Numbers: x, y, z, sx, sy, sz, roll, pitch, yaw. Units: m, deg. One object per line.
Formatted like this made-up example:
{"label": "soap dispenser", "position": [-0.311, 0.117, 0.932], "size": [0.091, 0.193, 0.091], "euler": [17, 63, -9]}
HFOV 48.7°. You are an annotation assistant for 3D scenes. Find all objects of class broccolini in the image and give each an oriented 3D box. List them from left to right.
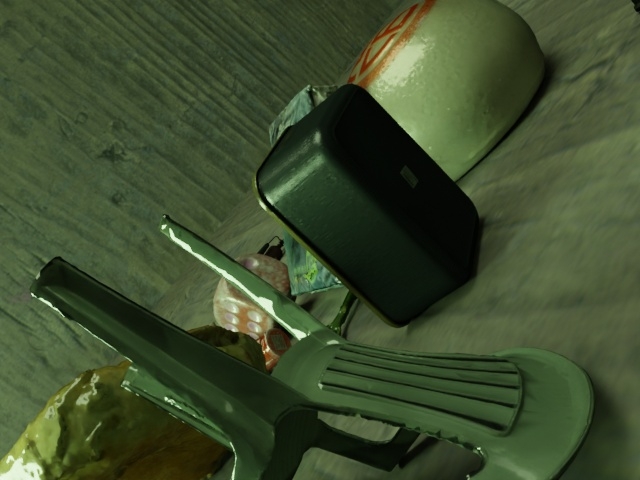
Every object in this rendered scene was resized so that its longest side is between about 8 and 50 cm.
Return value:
{"label": "broccolini", "position": [0.015, 0.102, 0.778], "size": [0.140, 0.030, 0.035], "euler": [-56, -23, -51]}

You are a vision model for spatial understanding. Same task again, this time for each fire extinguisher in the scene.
{"label": "fire extinguisher", "position": [-0.114, 0.049, 1.337], "size": [0.173, 0.049, 0.035], "euler": [-56, 6, -32]}

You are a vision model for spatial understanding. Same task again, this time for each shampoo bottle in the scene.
{"label": "shampoo bottle", "position": [-0.119, 0.184, 0.920], "size": [0.221, 0.051, 0.108], "euler": [-42, 11, 33]}

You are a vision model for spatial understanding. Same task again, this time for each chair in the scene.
{"label": "chair", "position": [-0.019, 0.102, 0.405], "size": [0.203, 0.275, 0.190], "euler": [-46, -21, -70]}

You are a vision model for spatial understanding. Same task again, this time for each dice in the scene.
{"label": "dice", "position": [-0.088, 0.080, 0.965], "size": [0.093, 0.094, 0.091], "euler": [97, -164, -47]}

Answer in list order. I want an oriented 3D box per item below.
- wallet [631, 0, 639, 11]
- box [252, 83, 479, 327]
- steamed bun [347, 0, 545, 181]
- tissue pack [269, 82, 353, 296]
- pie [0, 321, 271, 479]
{"label": "wallet", "position": [0.402, -0.302, 0.619], "size": [0.146, 0.030, 0.285], "euler": [-52, 12, -12]}
{"label": "box", "position": [0.051, -0.036, 0.646], "size": [0.090, 0.201, 0.144], "euler": [-36, 16, 34]}
{"label": "steamed bun", "position": [0.131, -0.194, 0.896], "size": [0.283, 0.177, 0.283], "euler": [-47, 12, 13]}
{"label": "tissue pack", "position": [0.000, -0.054, 0.872], "size": [0.073, 0.235, 0.173], "euler": [-6, -5, -21]}
{"label": "pie", "position": [-0.175, 0.206, 0.679], "size": [0.340, 0.083, 0.339], "euler": [-36, -21, -17]}
